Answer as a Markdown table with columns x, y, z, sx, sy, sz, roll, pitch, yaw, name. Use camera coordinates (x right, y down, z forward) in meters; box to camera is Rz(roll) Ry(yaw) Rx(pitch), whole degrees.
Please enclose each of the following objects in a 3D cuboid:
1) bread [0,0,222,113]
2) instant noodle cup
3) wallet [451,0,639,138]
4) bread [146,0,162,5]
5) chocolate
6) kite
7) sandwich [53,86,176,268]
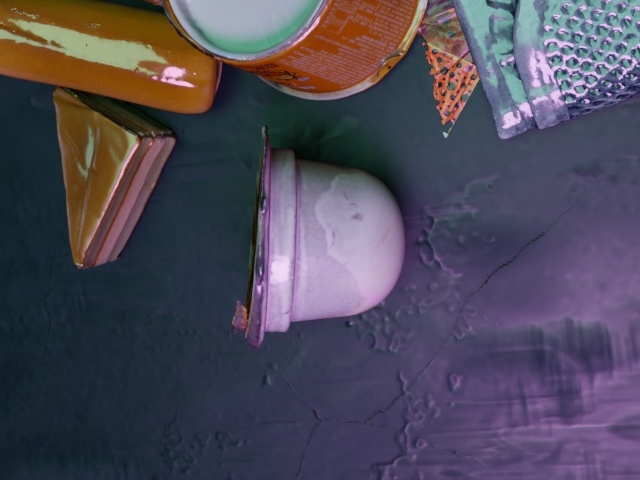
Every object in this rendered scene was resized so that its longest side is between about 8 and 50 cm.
| x | y | z | sx | sy | sz | roll | pitch | yaw | name |
| --- | --- | --- | --- | --- | --- | --- | --- | --- | --- |
| -0.216 | -0.186 | 0.747 | 0.239 | 0.074 | 0.092 | 10 | 104 | -8 | bread |
| -0.030 | -0.231 | 0.664 | 0.216 | 0.172 | 0.215 | 4 | 100 | 22 | instant noodle cup |
| 0.269 | -0.247 | 0.615 | 0.342 | 0.075 | 0.237 | -20 | 96 | 19 | wallet |
| -0.149 | -0.341 | 0.686 | 0.110 | 0.184 | 0.234 | 36 | 106 | 14 | bread |
| 0.002 | 0.007 | 0.707 | 0.147 | 0.221 | 0.221 | 9 | 102 | -8 | chocolate |
| 0.138 | -0.220 | 0.701 | 0.125 | 0.008 | 0.222 | -18 | 92 | 18 | kite |
| -0.244 | -0.069 | 0.816 | 0.113 | 0.079 | 0.163 | 33 | 108 | 14 | sandwich |
